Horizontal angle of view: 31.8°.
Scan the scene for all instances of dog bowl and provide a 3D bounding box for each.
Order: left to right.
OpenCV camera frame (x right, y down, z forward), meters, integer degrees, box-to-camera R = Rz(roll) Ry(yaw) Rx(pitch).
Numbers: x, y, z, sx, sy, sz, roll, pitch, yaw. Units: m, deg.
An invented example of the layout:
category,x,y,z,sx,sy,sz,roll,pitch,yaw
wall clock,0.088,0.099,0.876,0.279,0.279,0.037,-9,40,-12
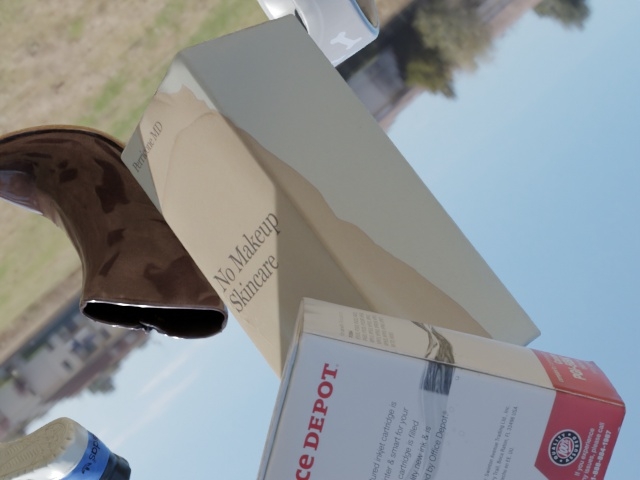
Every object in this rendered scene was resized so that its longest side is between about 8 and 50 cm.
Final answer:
category,x,y,z,sx,sy,sz,roll,pitch,yaw
dog bowl,-0.041,-0.336,1.170,0.102,0.348,0.349,-22,-171,12

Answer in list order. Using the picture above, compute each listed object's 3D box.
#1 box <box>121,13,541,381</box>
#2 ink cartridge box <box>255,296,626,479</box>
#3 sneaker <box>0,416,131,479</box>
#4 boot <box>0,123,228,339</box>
category,x,y,z,sx,sy,sz,roll,pitch,yaw
box,0.000,0.000,0.842,0.121,0.311,0.148,-28,164,-40
ink cartridge box,0.044,0.088,0.474,0.056,0.135,0.099,-91,-165,-76
sneaker,-0.205,0.178,0.820,0.152,0.084,0.058,-22,-139,29
boot,-0.191,-0.010,0.972,0.207,0.248,0.090,-91,-166,-57
